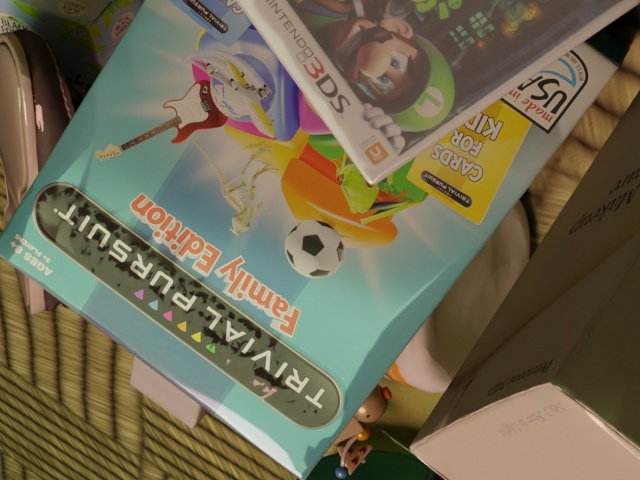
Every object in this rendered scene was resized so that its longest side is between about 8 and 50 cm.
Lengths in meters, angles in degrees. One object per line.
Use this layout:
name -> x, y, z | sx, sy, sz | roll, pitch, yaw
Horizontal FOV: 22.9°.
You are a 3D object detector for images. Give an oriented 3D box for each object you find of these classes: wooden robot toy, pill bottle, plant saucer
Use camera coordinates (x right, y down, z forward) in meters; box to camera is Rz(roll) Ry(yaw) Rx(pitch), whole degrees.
wooden robot toy -> 0.022, 0.135, 1.393 | 0.079, 0.076, 0.173 | -22, 123, 18
pill bottle -> 0.000, 0.000, 1.170 | 0.278, 0.162, 0.162 | 18, 146, 33
plant saucer -> 0.091, 0.160, 1.435 | 0.241, 0.037, 0.241 | 27, 149, 18

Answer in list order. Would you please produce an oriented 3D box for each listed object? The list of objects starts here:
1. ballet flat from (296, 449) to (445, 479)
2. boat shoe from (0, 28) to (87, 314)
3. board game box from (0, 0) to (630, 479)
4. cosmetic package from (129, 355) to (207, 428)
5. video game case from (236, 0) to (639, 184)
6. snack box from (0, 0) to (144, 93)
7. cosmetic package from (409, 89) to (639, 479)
ballet flat -> 0.116, 0.258, 1.395 | 0.342, 0.116, 0.124 | -8, 120, 46
boat shoe -> -0.203, -0.058, 1.265 | 0.335, 0.095, 0.112 | 102, 147, -56
board game box -> -0.013, -0.055, 0.984 | 0.254, 0.079, 0.336 | 36, 112, 3
cosmetic package -> -0.104, 0.069, 1.441 | 0.085, 0.117, 0.231 | 35, 150, 7
video game case -> 0.053, -0.151, 0.883 | 0.190, 0.022, 0.173 | -34, 95, 21
snack box -> -0.206, -0.141, 1.292 | 0.174, 0.070, 0.207 | 21, 147, 28
cosmetic package -> 0.191, 0.006, 0.802 | 0.113, 0.309, 0.160 | 40, 151, -5
